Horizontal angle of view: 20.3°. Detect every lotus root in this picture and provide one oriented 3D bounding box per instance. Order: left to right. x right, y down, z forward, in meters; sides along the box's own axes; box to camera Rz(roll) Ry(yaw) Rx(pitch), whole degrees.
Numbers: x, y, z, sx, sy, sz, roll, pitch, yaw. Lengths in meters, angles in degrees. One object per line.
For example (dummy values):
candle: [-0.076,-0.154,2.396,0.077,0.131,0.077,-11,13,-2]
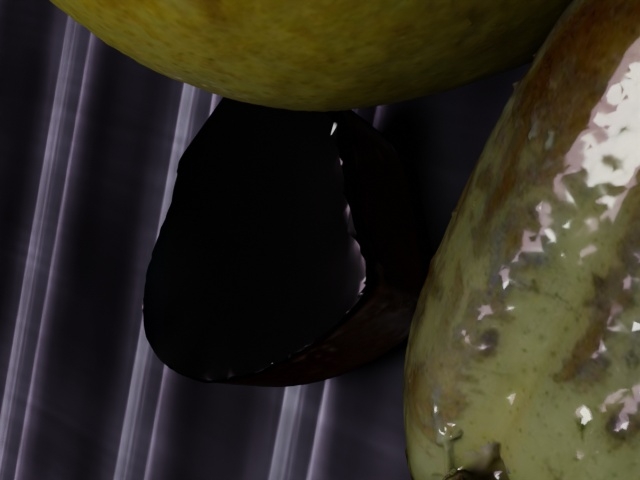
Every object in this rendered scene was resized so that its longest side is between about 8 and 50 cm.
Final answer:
lotus root: [0.130,0.001,0.572,0.173,0.173,0.309,52,127,41]

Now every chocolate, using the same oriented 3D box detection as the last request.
chocolate: [0.000,0.000,0.794,0.125,0.080,0.148,19,93,39]

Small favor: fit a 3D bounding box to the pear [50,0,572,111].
pear: [0.006,-0.188,0.641,0.304,0.304,0.303,-9,78,50]
